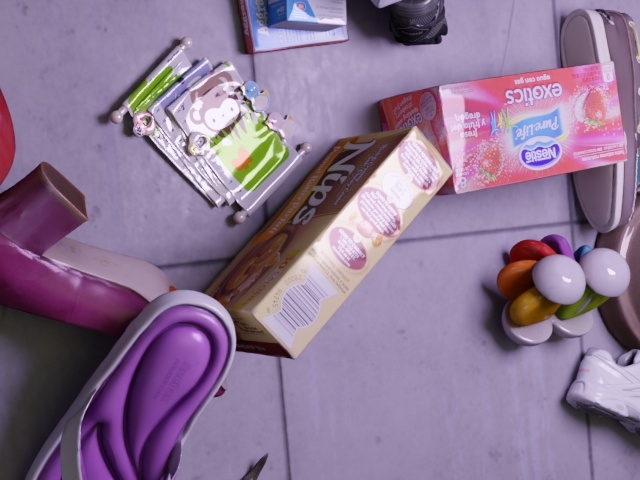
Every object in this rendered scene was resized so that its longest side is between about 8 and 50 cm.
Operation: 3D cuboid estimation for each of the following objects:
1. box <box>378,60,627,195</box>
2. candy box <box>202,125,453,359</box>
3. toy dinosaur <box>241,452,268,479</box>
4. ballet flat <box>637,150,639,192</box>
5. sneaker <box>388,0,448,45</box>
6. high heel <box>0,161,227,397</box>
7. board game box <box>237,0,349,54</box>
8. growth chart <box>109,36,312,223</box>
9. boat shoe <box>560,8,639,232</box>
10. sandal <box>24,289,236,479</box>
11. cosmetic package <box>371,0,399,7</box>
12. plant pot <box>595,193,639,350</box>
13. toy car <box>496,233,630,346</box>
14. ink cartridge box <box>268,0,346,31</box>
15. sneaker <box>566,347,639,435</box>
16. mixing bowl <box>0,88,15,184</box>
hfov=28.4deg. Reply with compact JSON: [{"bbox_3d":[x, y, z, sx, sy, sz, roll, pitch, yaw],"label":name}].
[{"bbox_3d":[0.248,-0.149,1.712,0.299,0.154,0.142,-12,95,-30],"label":"box"},{"bbox_3d":[0.000,0.000,1.554,0.316,0.183,0.087,-48,111,-21],"label":"candy box"},{"bbox_3d":[-0.130,0.396,1.513,0.160,0.121,0.314,38,76,-37],"label":"toy dinosaur"},{"bbox_3d":[0.548,-0.150,1.917,0.241,0.091,0.077,-53,129,-17],"label":"ballet flat"},{"bbox_3d":[0.131,-0.349,1.694,0.087,0.130,0.228,2,54,6],"label":"sneaker"},{"bbox_3d":[-0.273,0.086,1.474,0.181,0.127,0.377,-36,114,8],"label":"high heel"},{"bbox_3d":[-0.052,-0.387,1.622,0.145,0.027,0.281,-12,95,-30],"label":"board game box"},{"bbox_3d":[-0.128,-0.140,1.580,0.237,0.021,0.172,42,69,-22],"label":"growth chart"},{"bbox_3d":[0.423,-0.175,1.831,0.096,0.116,0.325,-5,86,-26],"label":"boat shoe"},{"bbox_3d":[-0.225,0.248,1.409,0.169,0.102,0.416,20,100,-18],"label":"sandal"},{"bbox_3d":[0.201,-0.486,1.619,0.453,0.161,0.230,-26,72,-32],"label":"cosmetic package"},{"bbox_3d":[0.569,0.046,1.841,0.263,0.229,0.263,1,87,-29],"label":"plant pot"},{"bbox_3d":[0.329,0.055,1.772,0.182,0.159,0.136,-7,56,-28],"label":"toy car"},{"bbox_3d":[-0.018,-0.331,1.594,0.088,0.052,0.123,-1,88,-30],"label":"ink cartridge box"},{"bbox_3d":[0.474,0.224,1.866,0.232,0.090,0.115,26,74,-27],"label":"sneaker"},{"bbox_3d":[-0.399,-0.098,1.363,0.181,0.181,0.098,-56,143,-18],"label":"mixing bowl"}]
